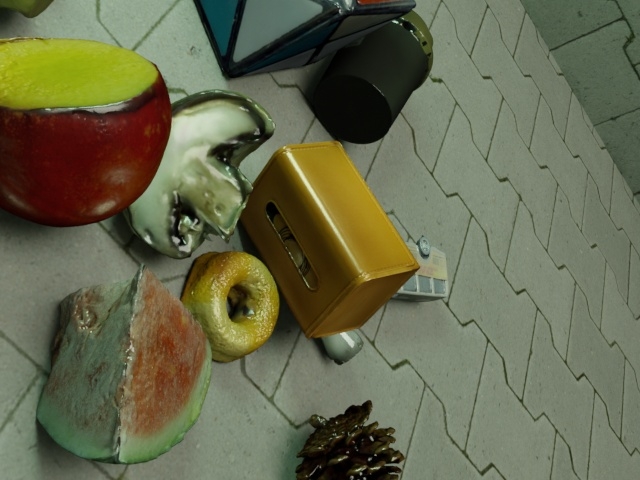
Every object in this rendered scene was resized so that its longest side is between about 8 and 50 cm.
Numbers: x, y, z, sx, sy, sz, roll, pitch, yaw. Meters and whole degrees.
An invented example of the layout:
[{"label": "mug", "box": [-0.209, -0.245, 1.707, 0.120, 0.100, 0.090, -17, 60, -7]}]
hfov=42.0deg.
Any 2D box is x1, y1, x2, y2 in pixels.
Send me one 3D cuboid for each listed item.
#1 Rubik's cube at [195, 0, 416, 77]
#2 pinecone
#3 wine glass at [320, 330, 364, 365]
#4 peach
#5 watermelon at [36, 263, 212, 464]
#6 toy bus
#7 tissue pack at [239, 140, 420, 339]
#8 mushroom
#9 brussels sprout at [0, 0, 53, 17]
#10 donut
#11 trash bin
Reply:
[{"label": "Rubik's cube", "box": [-0.047, -0.498, 1.555, 0.307, 0.310, 0.305, -30, 101, -54]}, {"label": "pinecone", "box": [0.053, 0.383, 1.374, 0.185, 0.168, 0.213, -28, 110, -24]}, {"label": "wine glass", "box": [0.009, 0.148, 1.513, 0.155, 0.072, 0.072, 54, 39, -19]}, {"label": "peach", "box": [-0.338, -0.138, 1.059, 0.274, 0.248, 0.246, -6, 100, -42]}, {"label": "watermelon", "box": [-0.240, 0.158, 1.080, 0.232, 0.193, 0.310, 62, 36, -12]}, {"label": "toy bus", "box": [0.141, 0.057, 1.710, 0.342, 0.097, 0.138, 8, 74, -52]}, {"label": "tissue pack", "box": [0.000, 0.000, 1.397, 0.145, 0.194, 0.275, -10, 59, -41]}, {"label": "mushroom", "box": [-0.202, -0.111, 1.290, 0.189, 0.164, 0.267, 23, 89, -17]}, {"label": "brussels sprout", "box": [-0.436, -0.421, 1.103, 0.244, 0.244, 0.244, 27, 54, -43]}, {"label": "donut", "box": [-0.138, 0.099, 1.340, 0.174, 0.074, 0.190, 57, 38, -17]}, {"label": "trash bin", "box": [0.126, -0.375, 1.796, 0.214, 0.214, 0.334, 49, 45, -26]}]
